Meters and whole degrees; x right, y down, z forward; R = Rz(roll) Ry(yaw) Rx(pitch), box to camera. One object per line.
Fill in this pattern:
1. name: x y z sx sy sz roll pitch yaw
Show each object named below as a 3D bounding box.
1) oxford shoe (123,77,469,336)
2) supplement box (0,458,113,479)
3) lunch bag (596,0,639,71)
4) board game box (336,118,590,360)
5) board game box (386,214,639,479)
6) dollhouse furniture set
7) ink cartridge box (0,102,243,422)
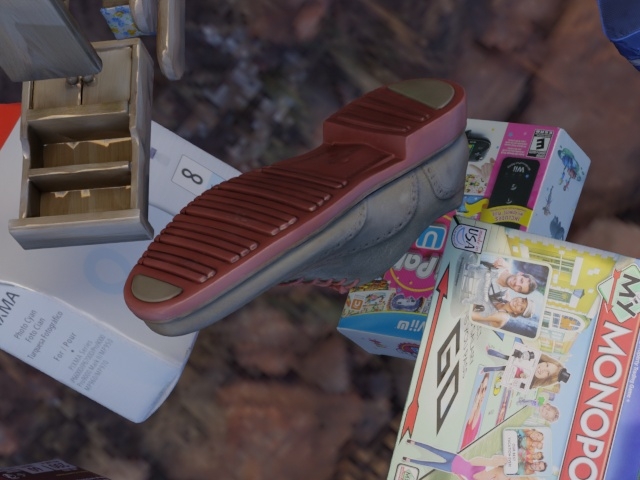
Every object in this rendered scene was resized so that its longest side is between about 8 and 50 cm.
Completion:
1. oxford shoe: 0.000 0.000 1.524 0.348 0.123 0.130 -32 124 -30
2. supplement box: -0.223 0.296 1.981 0.130 0.239 0.073 0 105 -61
3. lunch bag: 0.257 -0.169 1.403 0.098 0.067 0.065 -22 144 28
4. board game box: 0.178 0.003 2.405 0.097 0.224 0.303 39 65 -51
5. board game box: 0.182 0.155 1.689 0.046 0.214 0.317 13 91 -73
6. dollhouse furniture set: -0.206 -0.114 1.455 0.212 0.161 0.242 -5 157 10
7. ink cartridge box: -0.268 -0.043 1.746 0.091 0.385 0.308 -51 -168 34
